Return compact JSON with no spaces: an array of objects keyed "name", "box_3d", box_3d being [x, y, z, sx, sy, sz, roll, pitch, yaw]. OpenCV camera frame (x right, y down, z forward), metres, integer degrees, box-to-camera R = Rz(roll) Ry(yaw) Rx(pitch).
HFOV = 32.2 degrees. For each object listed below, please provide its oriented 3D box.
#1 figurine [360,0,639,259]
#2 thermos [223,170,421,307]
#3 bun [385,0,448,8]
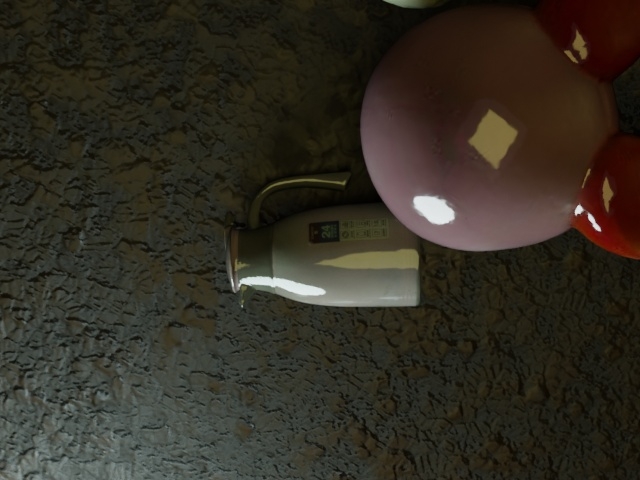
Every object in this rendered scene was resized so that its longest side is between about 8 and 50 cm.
[{"name":"figurine","box_3d":[0.153,-0.101,0.959,0.261,0.211,0.270,-5,96,40]},{"name":"thermos","box_3d":[0.000,0.000,1.101,0.193,0.105,0.137,-2,80,3]},{"name":"bun","box_3d":[0.103,-0.296,1.016,0.183,0.102,0.183,-4,77,17]}]
